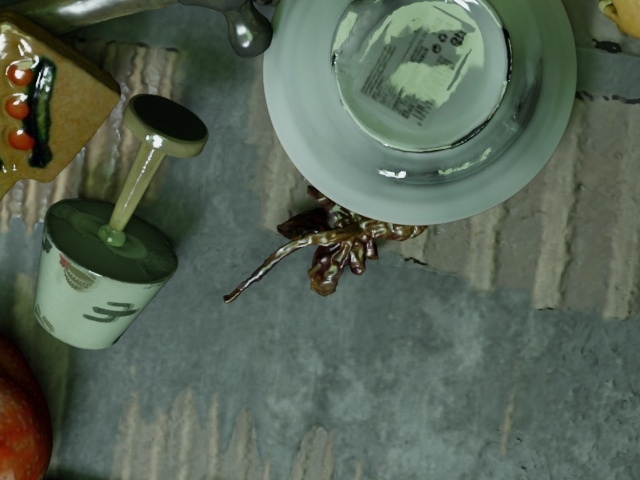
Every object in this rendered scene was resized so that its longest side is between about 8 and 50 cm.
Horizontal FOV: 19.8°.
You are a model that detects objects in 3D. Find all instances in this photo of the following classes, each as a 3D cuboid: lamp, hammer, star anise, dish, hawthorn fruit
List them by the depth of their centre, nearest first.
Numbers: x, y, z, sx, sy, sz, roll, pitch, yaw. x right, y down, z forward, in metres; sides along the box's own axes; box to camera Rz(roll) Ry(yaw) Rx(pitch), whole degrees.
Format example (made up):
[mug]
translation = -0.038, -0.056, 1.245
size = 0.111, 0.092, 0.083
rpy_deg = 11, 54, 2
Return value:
[dish]
translation = 0.081, -0.141, 1.479
size = 0.260, 0.085, 0.260
rpy_deg = 0, 91, 3
[hammer]
translation = -0.267, -0.168, 1.514
size = 0.440, 0.044, 0.168
rpy_deg = -16, 128, 16
[lamp]
translation = -0.168, -0.014, 1.537
size = 0.121, 0.121, 0.215
rpy_deg = 28, 117, -3
[star anise]
translation = 0.000, 0.000, 1.555
size = 0.190, 0.070, 0.097
rpy_deg = -35, 108, 3
[hawthorn fruit]
translation = -0.306, 0.172, 1.585
size = 0.169, 0.169, 0.188
rpy_deg = -28, 104, 11

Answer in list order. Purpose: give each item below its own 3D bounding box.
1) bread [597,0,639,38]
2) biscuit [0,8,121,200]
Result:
[bread]
translation = 0.284, -0.225, 1.411
size = 0.262, 0.204, 0.163
rpy_deg = 33, 101, -1
[biscuit]
translation = -0.314, -0.114, 1.505
size = 0.301, 0.043, 0.278
rpy_deg = -6, 128, 9
